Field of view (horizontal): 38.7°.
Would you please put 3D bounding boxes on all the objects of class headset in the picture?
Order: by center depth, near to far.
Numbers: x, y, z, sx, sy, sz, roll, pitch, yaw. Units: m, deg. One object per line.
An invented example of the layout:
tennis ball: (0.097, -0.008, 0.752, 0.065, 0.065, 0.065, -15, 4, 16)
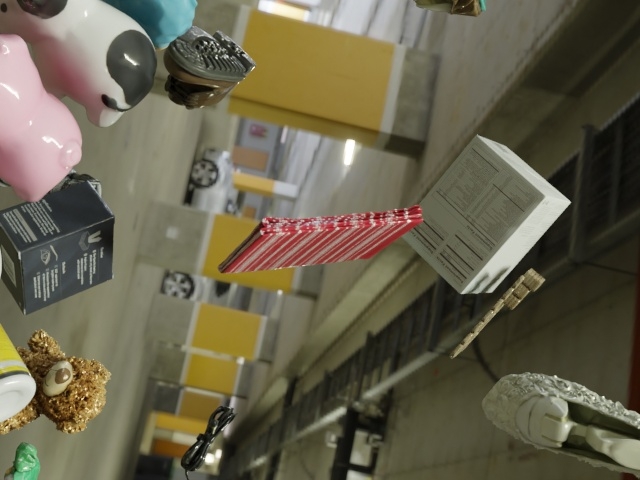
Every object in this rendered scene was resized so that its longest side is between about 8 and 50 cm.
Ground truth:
headset: (-0.058, 0.456, 1.539, 0.185, 0.394, 0.243, -57, -174, -26)

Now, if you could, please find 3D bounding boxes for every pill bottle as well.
pill bottle: (-0.491, 0.164, 1.296, 0.184, 0.103, 0.103, 51, -34, 24)

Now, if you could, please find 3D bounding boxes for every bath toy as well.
bath toy: (-0.224, -0.113, 0.681, 0.348, 0.151, 0.129, -62, -169, -29)

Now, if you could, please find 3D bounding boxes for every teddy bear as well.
teddy bear: (-0.578, 0.263, 1.751, 0.245, 0.338, 0.113, -32, 131, -45)

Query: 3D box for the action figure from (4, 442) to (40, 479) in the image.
action figure: (-0.477, 0.404, 1.378, 0.232, 0.063, 0.137, -63, 178, 14)

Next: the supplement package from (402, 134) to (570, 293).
supplement package: (0.342, -0.049, 1.904, 0.262, 0.198, 0.199, -52, 156, 18)

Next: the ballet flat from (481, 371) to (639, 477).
ballet flat: (0.497, 0.350, 1.696, 0.147, 0.409, 0.147, 14, 90, -71)

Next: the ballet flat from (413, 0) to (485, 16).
ballet flat: (0.202, -0.412, 1.441, 0.342, 0.124, 0.116, -47, 124, -79)

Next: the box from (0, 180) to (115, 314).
box: (-0.411, 0.011, 1.416, 0.093, 0.158, 0.156, 49, -35, 27)

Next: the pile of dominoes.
pile of dominoes: (0.372, 0.166, 1.920, 0.251, 0.040, 0.196, -51, 167, 16)

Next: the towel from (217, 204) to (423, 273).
towel: (0.000, 0.000, 1.388, 0.199, 0.275, 0.031, -41, -121, 59)

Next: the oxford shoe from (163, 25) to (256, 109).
oxford shoe: (-0.138, -0.187, 1.046, 0.096, 0.083, 0.227, -45, 179, 11)

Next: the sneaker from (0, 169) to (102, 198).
sneaker: (-0.491, -0.113, 1.638, 0.268, 0.153, 0.101, 38, 76, -53)
